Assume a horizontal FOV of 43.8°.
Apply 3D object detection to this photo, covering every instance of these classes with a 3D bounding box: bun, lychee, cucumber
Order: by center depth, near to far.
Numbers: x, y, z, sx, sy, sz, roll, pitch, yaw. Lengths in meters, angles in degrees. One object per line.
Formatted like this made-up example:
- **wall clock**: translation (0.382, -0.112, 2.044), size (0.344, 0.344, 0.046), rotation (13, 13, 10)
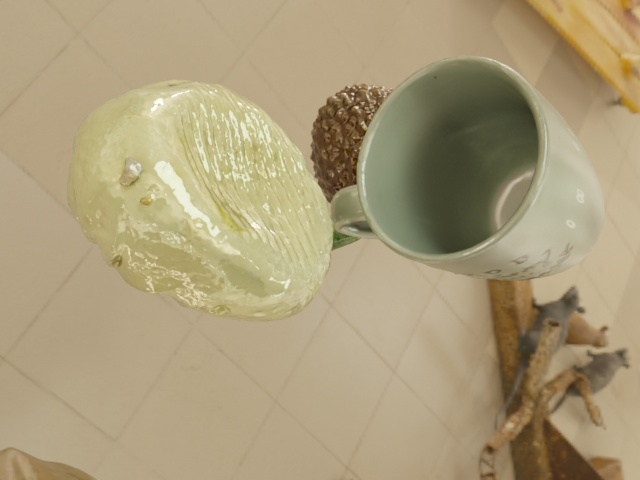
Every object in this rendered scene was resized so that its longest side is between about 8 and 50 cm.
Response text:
- **bun**: translation (-0.116, -0.035, 0.744), size (0.259, 0.160, 0.259), rotation (33, 41, -34)
- **cucumber**: translation (0.000, 0.000, 1.030), size (0.039, 0.168, 0.039), rotation (26, 54, -43)
- **lychee**: translation (0.085, -0.110, 1.118), size (0.200, 0.200, 0.238), rotation (-50, 117, -34)

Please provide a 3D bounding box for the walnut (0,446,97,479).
- **walnut**: translation (-0.248, 0.285, 0.572), size (0.273, 0.227, 0.273), rotation (0, 88, -12)

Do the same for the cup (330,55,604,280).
- **cup**: translation (0.144, -0.042, 0.799), size (0.234, 0.258, 0.186), rotation (20, 62, -52)
